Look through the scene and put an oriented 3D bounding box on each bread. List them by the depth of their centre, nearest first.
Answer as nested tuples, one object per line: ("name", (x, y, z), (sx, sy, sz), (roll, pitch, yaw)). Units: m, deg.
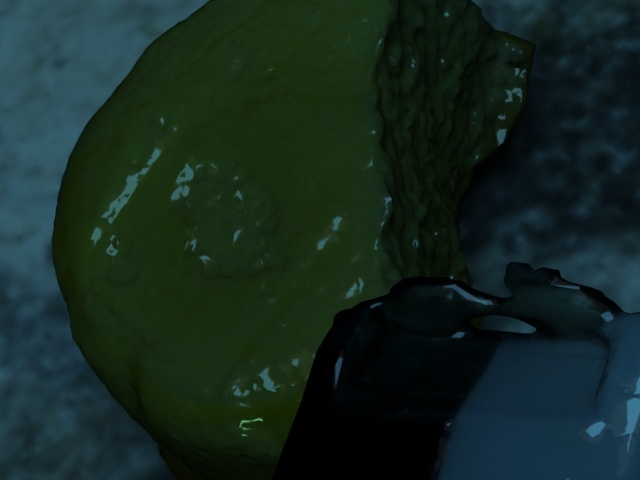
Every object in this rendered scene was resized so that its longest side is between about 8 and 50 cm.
("bread", (-0.009, -0.001, 0.513), (0.125, 0.086, 0.156), (-7, 62, 20))

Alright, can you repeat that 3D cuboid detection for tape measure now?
("tape measure", (0.037, 0.130, 0.388), (0.107, 0.181, 0.182), (0, 50, 31))
